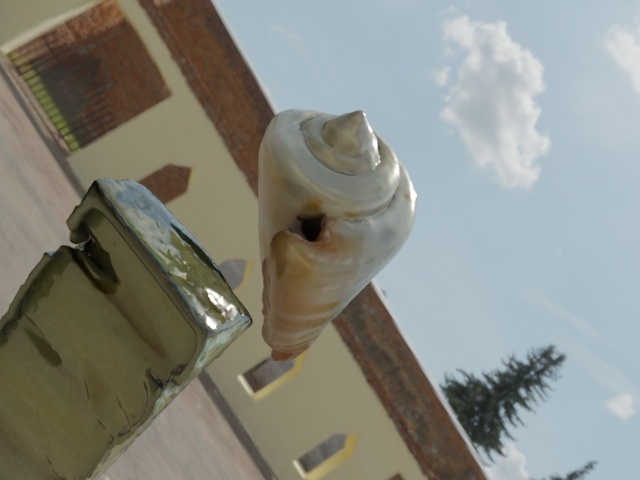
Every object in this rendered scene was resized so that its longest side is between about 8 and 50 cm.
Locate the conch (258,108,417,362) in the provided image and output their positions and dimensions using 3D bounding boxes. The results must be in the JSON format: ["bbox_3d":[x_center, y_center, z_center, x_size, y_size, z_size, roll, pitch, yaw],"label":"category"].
[{"bbox_3d":[0.012,-0.001,0.607,0.255,0.127,0.158,97,-11,-52],"label":"conch"}]

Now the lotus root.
[{"bbox_3d":[-0.140,0.068,0.481,0.119,0.235,0.138,44,30,4],"label":"lotus root"}]
